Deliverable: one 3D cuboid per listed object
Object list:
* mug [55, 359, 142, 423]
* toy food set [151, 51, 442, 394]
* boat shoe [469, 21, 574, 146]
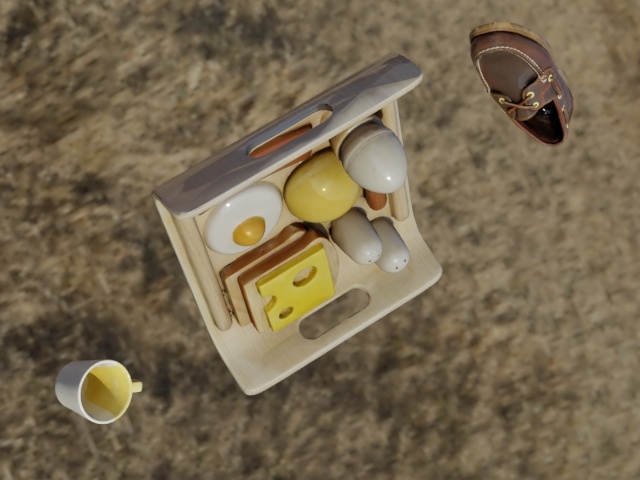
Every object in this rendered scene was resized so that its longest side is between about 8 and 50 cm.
[{"bbox_3d":[-0.224,0.149,1.424,0.078,0.064,0.062,40,67,-37],"label":"mug"},{"bbox_3d":[0.000,0.000,1.193,0.092,0.219,0.306,51,-13,31],"label":"toy food set"},{"bbox_3d":[0.212,-0.157,1.479,0.207,0.073,0.073,27,59,-55],"label":"boat shoe"}]
